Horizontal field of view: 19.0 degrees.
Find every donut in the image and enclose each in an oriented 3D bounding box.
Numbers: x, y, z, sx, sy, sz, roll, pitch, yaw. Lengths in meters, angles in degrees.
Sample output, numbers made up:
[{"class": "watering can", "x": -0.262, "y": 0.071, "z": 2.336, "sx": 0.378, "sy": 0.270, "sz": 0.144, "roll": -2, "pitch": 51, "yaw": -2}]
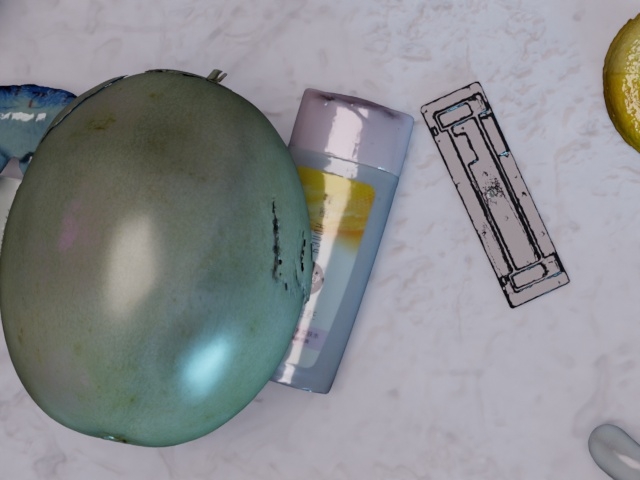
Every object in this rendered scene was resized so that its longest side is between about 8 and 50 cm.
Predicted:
[{"class": "donut", "x": 0.323, "y": -0.142, "z": 1.709, "sx": 0.151, "sy": 0.058, "sz": 0.152, "roll": 0, "pitch": 90, "yaw": 7}]

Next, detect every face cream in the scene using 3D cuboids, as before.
[{"class": "face cream", "x": 0.000, "y": 0.000, "z": 1.741, "sx": 0.107, "sy": 0.073, "sz": 0.269, "roll": 16, "pitch": 89, "yaw": 0}]

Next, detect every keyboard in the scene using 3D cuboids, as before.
[{"class": "keyboard", "x": 0.160, "y": -0.042, "z": 1.749, "sx": 0.061, "sy": 0.013, "sz": 0.204, "roll": -25, "pitch": 85, "yaw": 6}]

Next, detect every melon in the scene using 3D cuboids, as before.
[{"class": "melon", "x": -0.136, "y": 0.009, "z": 1.625, "sx": 0.268, "sy": 0.268, "sz": 0.330, "roll": 11, "pitch": 77, "yaw": 8}]

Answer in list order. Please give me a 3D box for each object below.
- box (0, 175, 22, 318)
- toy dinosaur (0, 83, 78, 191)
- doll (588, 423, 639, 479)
[{"class": "box", "x": -0.202, "y": 0.025, "z": 1.786, "sx": 0.245, "sy": 0.035, "sz": 0.139, "roll": 9, "pitch": 88, "yaw": 8}, {"class": "toy dinosaur", "x": -0.276, "y": -0.100, "z": 1.772, "sx": 0.329, "sy": 0.076, "sz": 0.144, "roll": 16, "pitch": 52, "yaw": 9}, {"class": "doll", "x": 0.363, "y": 0.262, "z": 1.637, "sx": 0.311, "sy": 0.159, "sz": 0.243, "roll": 19, "pitch": 92, "yaw": 12}]
